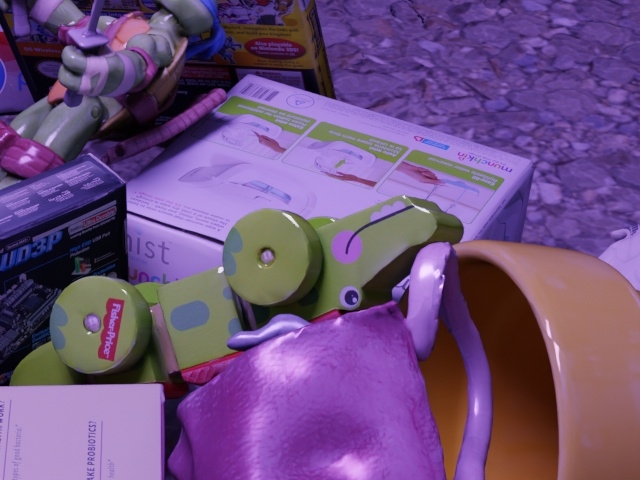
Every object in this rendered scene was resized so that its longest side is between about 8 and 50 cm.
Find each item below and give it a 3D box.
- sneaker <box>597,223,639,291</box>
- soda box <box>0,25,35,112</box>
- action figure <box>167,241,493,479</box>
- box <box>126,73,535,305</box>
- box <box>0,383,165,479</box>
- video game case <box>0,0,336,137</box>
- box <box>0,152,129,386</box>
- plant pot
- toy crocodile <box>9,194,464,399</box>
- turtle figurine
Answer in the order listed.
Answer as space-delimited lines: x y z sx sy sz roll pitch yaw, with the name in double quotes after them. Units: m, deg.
0.244 0.061 1.308 0.095 0.090 0.235 5 31 24 "sneaker"
-0.280 -0.176 1.560 0.263 0.092 0.083 -6 36 -12 "soda box"
0.038 0.222 0.863 0.276 0.248 0.370 -28 38 -2 "action figure"
0.000 0.000 1.317 0.262 0.126 0.231 18 39 19 "box"
-0.215 0.201 1.036 0.243 0.117 0.213 0 37 -6 "box"
-0.133 -0.175 1.417 0.275 0.248 0.035 4 55 13 "video game case"
-0.234 0.057 1.181 0.220 0.175 0.051 -27 45 -33 "box"
0.187 0.135 1.077 0.239 0.254 0.254 6 33 -25 "plant pot"
-0.063 0.054 1.139 0.341 0.105 0.115 -22 -11 15 "toy crocodile"
-0.216 -0.136 1.259 0.198 0.274 0.266 34 84 27 "turtle figurine"
